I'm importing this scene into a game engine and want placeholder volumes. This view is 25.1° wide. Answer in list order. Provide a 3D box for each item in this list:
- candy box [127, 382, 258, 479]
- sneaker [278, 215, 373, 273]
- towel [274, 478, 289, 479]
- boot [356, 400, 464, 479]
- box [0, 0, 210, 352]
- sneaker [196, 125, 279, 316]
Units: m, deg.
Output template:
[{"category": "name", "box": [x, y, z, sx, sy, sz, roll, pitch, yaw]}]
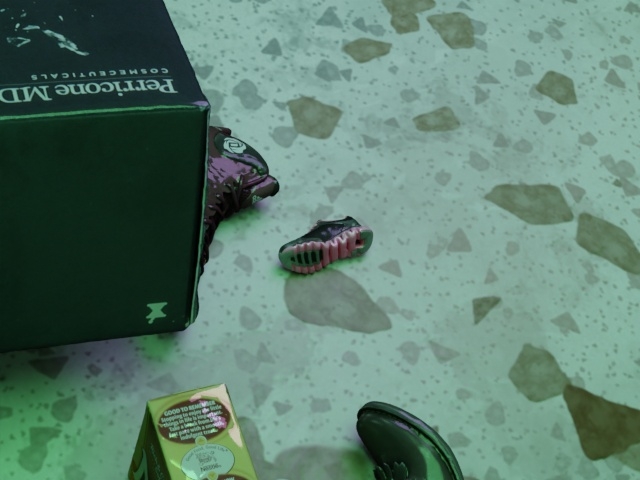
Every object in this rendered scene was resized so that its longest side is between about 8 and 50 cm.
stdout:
[{"category": "candy box", "box": [-0.095, 0.319, 1.372, 0.087, 0.183, 0.316, -10, 62, -21]}, {"category": "sneaker", "box": [0.000, 0.000, 1.690, 0.119, 0.047, 0.057, -15, 44, -24]}, {"category": "towel", "box": [0.028, 0.362, 1.274, 0.209, 0.034, 0.285, 40, 29, -30]}, {"category": "boot", "box": [0.059, 0.314, 1.471, 0.229, 0.091, 0.263, -30, 72, -29]}, {"category": "box", "box": [-0.402, -0.135, 1.443, 0.480, 0.297, 0.472, -6, 43, -18]}, {"category": "sneaker", "box": [-0.119, -0.031, 1.639, 0.162, 0.106, 0.281, 0, 58, -18]}]
